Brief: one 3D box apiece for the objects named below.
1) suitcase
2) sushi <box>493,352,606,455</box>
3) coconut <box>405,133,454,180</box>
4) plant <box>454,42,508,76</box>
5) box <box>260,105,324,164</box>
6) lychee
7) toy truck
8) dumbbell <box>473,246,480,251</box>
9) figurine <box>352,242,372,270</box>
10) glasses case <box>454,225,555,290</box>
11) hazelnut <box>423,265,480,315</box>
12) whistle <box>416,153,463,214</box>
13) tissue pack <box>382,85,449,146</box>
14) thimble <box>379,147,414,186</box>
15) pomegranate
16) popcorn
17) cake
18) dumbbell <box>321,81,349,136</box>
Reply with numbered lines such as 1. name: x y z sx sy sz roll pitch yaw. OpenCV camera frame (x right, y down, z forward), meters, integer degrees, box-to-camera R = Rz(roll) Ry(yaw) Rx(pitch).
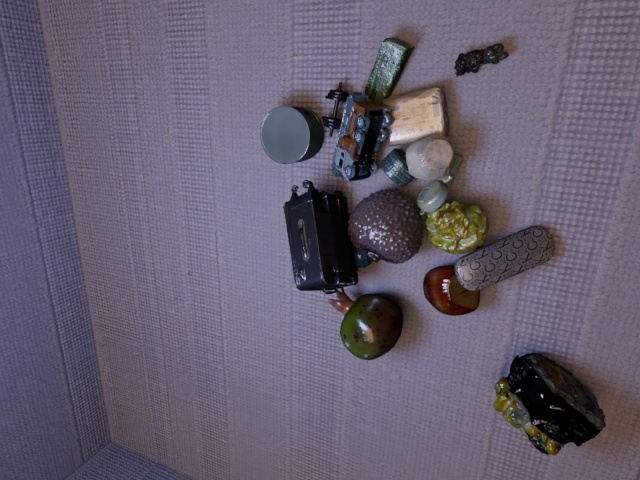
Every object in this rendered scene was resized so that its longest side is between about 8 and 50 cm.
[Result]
1. suitcase: 0.000 0.000 1.611 0.194 0.283 0.432 -19 74 34
2. sushi: 0.811 0.617 1.485 0.328 0.329 0.285 38 112 4
3. coconut: 0.382 -0.289 1.432 0.161 0.162 0.160 0 91 -9
4. plant: 0.536 -0.612 1.363 0.175 0.087 0.085 -9 132 31
5. box: -0.115 -0.434 1.667 0.227 0.149 0.225 7 109 22
6. lychee: 0.258 -0.048 1.559 0.301 0.300 0.299 7 109 22
7. toy truck: 0.138 -0.377 1.554 0.184 0.133 0.337 49 141 36
8. dumbbell: 0.574 0.027 1.564 0.084 0.040 0.035 22 83 17
9. figurine: 0.147 0.064 1.742 0.178 0.114 0.144 27 139 27
10. glasses case: 0.658 0.065 1.454 0.355 0.085 0.137 -24 90 4
11. hazelnut: 0.506 0.194 1.583 0.181 0.181 0.211 -27 95 -1
12. whistle: 0.434 -0.203 1.482 0.067 0.126 0.257 36 87 -21
13. tissue pack: 0.350 -0.452 1.485 0.223 0.090 0.186 -6 104 25
14. thimble: 0.302 -0.278 1.544 0.135 0.118 0.090 46 120 0
15. pomegranate: 0.179 0.350 1.695 0.324 0.290 0.290 13 111 8
16. popcorn: 0.501 -0.049 1.492 0.221 0.184 0.203 -5 85 40
17. cake: 0.253 -0.631 1.508 0.100 0.099 0.235 33 138 11
18. dumbbell: 0.060 -0.513 1.592 0.099 0.099 0.208 18 111 19
